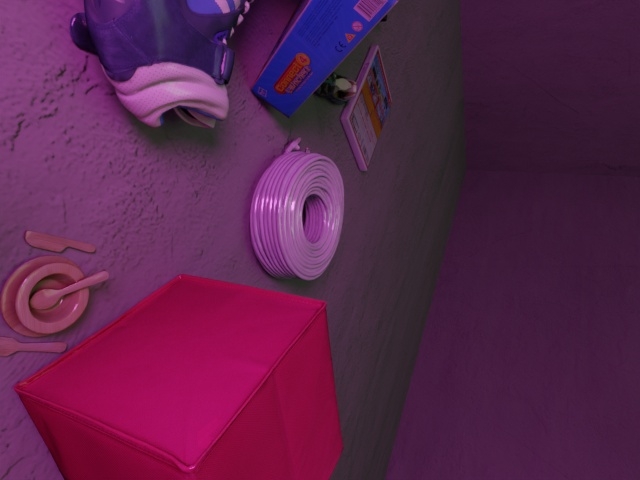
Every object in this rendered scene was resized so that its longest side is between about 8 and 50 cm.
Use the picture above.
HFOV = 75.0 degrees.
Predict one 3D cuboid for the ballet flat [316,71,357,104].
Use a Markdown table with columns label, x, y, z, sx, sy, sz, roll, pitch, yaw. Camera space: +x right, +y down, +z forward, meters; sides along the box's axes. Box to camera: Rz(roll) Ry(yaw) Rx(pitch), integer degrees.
| label | x | y | z | sx | sy | sz | roll | pitch | yaw |
| --- | --- | --- | --- | --- | --- | --- | --- | --- | --- |
| ballet flat | 0.048 | -0.349 | 0.959 | 0.188 | 0.070 | 0.070 | -28 | 122 | -59 |

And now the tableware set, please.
| label | x | y | z | sx | sy | sz | roll | pitch | yaw |
| --- | --- | --- | --- | --- | --- | --- | --- | --- | --- |
| tableware set | -0.303 | 0.049 | 0.392 | 0.194 | 0.039 | 0.128 | 27 | 72 | -62 |

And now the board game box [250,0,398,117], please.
| label | x | y | z | sx | sy | sz | roll | pitch | yaw |
| --- | --- | --- | --- | --- | --- | --- | --- | --- | --- |
| board game box | 0.034 | -0.398 | 0.666 | 0.086 | 0.308 | 0.302 | 30 | 63 | -21 |

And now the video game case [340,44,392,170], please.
| label | x | y | z | sx | sy | sz | roll | pitch | yaw |
| --- | --- | --- | --- | --- | --- | --- | --- | --- | --- |
| video game case | 0.137 | -0.369 | 1.174 | 0.285 | 0.025 | 0.204 | -68 | 150 | -25 |

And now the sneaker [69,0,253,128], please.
| label | x | y | z | sx | sy | sz | roll | pitch | yaw |
| --- | --- | --- | --- | --- | --- | --- | --- | --- | --- |
| sneaker | -0.153 | -0.274 | 0.533 | 0.323 | 0.130 | 0.236 | -56 | 154 | -49 |

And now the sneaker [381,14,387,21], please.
| label | x | y | z | sx | sy | sz | roll | pitch | yaw |
| --- | --- | --- | --- | --- | --- | --- | --- | --- | --- |
| sneaker | 0.132 | -0.622 | 1.065 | 0.170 | 0.051 | 0.089 | -24 | 123 | -56 |

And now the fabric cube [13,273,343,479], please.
| label | x | y | z | sx | sy | sz | roll | pitch | yaw |
| --- | --- | --- | --- | --- | --- | --- | --- | --- | --- |
| fabric cube | -0.142 | 0.228 | 0.522 | 0.259 | 0.254 | 0.258 | -42 | 134 | -52 |

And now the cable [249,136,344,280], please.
| label | x | y | z | sx | sy | sz | roll | pitch | yaw |
| --- | --- | --- | --- | --- | --- | --- | --- | --- | --- |
| cable | -0.035 | -0.047 | 0.832 | 0.257 | 0.089 | 0.257 | -53 | 139 | -42 |
